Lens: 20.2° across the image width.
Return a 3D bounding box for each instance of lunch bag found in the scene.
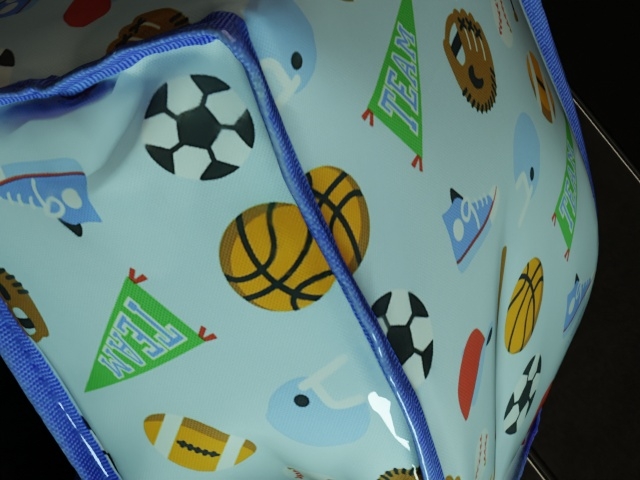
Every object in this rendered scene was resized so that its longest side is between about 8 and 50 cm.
[{"bbox_3d":[0.000,0.000,0.920,0.385,0.239,0.328,61,35,-26],"label":"lunch bag"}]
